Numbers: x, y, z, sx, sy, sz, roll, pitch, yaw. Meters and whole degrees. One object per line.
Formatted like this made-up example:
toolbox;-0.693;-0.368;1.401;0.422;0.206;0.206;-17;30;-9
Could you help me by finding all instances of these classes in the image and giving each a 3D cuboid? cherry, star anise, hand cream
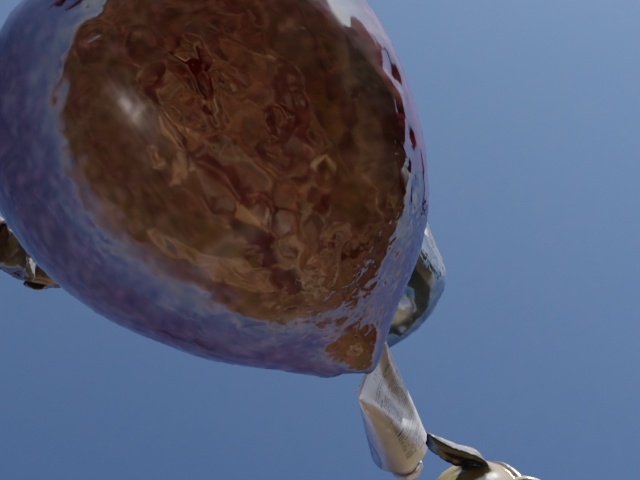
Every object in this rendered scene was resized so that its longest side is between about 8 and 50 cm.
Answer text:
cherry;-0.057;-0.052;0.732;0.230;0.203;0.300;-32;-104;-26
star anise;-0.324;-0.004;1.336;0.208;0.172;0.063;31;-92;-17
hand cream;0.059;0.156;1.178;0.084;0.053;0.142;-67;-36;-47

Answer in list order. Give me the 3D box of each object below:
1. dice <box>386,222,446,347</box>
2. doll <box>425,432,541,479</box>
dice;0.000;0.000;1.242;0.182;0.181;0.183;-29;-48;10
doll;0.202;0.289;1.176;0.330;0.235;0.174;26;-62;-26
